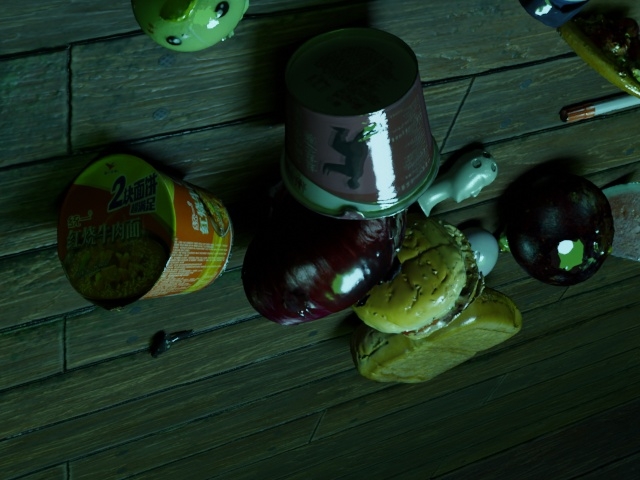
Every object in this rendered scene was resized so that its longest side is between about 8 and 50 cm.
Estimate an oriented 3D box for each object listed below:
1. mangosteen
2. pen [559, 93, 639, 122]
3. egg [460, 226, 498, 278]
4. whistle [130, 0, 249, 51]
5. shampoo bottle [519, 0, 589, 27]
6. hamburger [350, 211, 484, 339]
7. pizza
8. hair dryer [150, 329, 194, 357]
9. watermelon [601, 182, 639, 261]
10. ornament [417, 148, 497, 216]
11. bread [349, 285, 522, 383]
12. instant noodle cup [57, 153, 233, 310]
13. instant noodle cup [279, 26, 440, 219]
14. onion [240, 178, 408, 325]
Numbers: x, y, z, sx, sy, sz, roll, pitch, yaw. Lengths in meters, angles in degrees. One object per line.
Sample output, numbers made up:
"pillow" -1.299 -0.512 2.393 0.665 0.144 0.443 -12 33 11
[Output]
"mangosteen" 0.453 -0.018 2.008 0.231 0.231 0.289 1 175 -43
"pen" 0.551 -0.257 1.856 0.239 0.028 0.028 -16 149 -23
"egg" 0.311 0.030 2.034 0.103 0.103 0.135 -13 150 -26
"whistle" -0.176 -0.295 1.039 0.141 0.141 0.294 -36 150 13
"shampoo bottle" 0.435 -0.451 1.384 0.134 0.078 0.359 2 139 -49
"hamburger" 0.167 0.062 1.835 0.244 0.244 0.163 -37 147 15
"pizza" 0.481 -0.324 1.604 0.053 0.201 0.193 -55 -178 42
"hair dryer" -0.277 0.191 1.865 0.083 0.031 0.079 -18 162 -35
"watermelon" 0.620 -0.039 2.162 0.207 0.202 0.136 -22 112 -17
"ornament" 0.247 -0.104 1.787 0.156 0.081 0.075 -29 157 10
"bread" 0.256 0.186 2.163 0.328 0.148 0.337 -33 157 26
"instant noodle cup" -0.238 -0.007 1.402 0.213 0.213 0.174 -40 158 21
"instant noodle cup" 0.050 -0.170 1.368 0.235 0.234 0.178 -22 142 -12
"onion" 0.000 0.000 1.573 0.314 0.232 0.314 -38 -165 12
